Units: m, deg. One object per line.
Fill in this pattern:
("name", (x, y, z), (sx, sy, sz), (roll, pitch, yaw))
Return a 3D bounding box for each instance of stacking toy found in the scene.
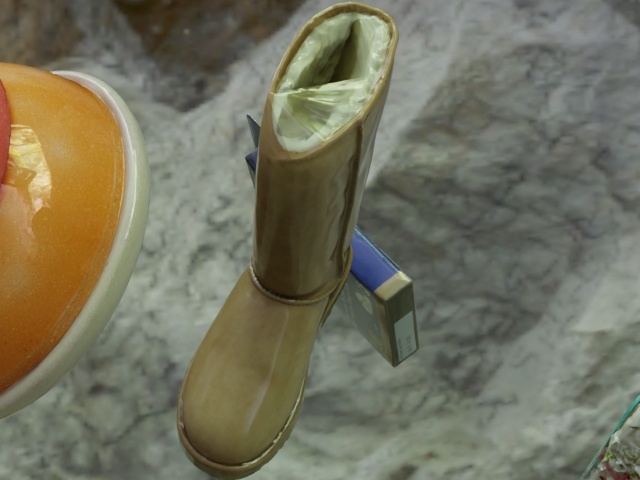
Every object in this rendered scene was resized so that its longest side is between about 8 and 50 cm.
("stacking toy", (-0.408, -0.074, 1.142), (0.350, 0.480, 0.351), (-20, -125, 31))

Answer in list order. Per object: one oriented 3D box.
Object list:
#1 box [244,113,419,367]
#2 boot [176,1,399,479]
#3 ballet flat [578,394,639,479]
("box", (0.000, 0.000, 1.229), (0.225, 0.036, 0.136), (47, -14, 26))
("boot", (-0.029, 0.007, 0.942), (0.089, 0.236, 0.269), (19, -32, 5))
("ballet flat", (0.207, 0.193, 0.964), (0.077, 0.091, 0.241), (53, -35, 29))
